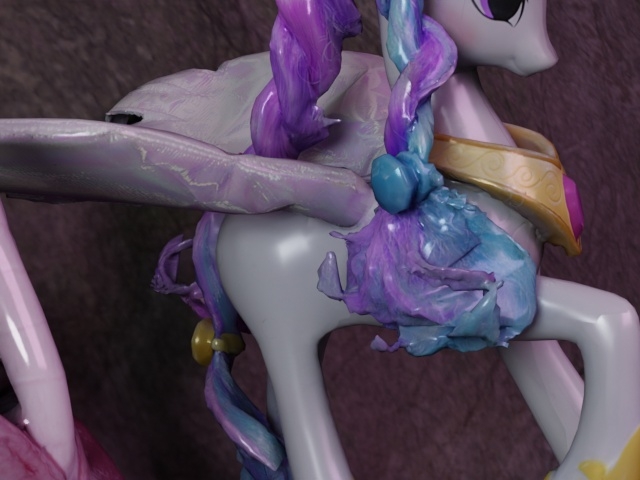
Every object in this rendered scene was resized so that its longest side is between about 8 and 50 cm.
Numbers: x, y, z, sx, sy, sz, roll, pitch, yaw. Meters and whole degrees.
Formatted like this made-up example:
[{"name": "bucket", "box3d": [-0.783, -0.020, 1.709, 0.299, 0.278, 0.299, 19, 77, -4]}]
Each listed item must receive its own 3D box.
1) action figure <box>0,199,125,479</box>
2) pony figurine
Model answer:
[{"name": "action figure", "box3d": [-0.081, 0.126, 0.555, 0.370, 0.275, 0.248, 40, 30, 3]}, {"name": "pony figurine", "box3d": [0.000, 0.000, 0.702, 0.303, 0.351, 0.363, -29, 109, -61]}]
